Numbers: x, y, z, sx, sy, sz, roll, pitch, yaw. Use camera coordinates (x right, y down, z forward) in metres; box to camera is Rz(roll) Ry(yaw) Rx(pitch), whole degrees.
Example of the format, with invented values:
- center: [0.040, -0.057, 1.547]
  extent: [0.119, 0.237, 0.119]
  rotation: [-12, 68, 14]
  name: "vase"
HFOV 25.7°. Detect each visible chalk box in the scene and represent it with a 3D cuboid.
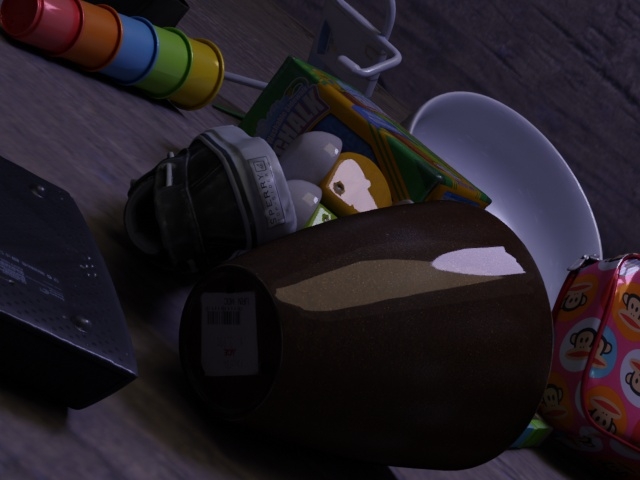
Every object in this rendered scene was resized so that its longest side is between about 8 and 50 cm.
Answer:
- center: [0.006, -0.073, 1.532]
  extent: [0.289, 0.179, 0.180]
  rotation: [42, 12, 21]
  name: "chalk box"

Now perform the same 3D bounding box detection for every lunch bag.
- center: [0.384, 0.147, 1.582]
  extent: [0.293, 0.258, 0.120]
  rotation: [35, -25, -24]
  name: "lunch bag"

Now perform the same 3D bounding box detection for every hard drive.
- center: [-0.215, 0.006, 0.903]
  extent: [0.172, 0.054, 0.254]
  rotation: [30, 14, -31]
  name: "hard drive"

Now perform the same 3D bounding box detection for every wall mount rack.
- center: [-0.041, -0.249, 1.918]
  extent: [0.130, 0.350, 0.304]
  rotation: [-25, 59, -37]
  name: "wall mount rack"

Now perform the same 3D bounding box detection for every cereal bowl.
- center: [0.197, -0.015, 1.802]
  extent: [0.339, 0.141, 0.339]
  rotation: [22, 50, -29]
  name: "cereal bowl"

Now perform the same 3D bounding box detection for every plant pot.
- center: [0.016, 0.071, 1.034]
  extent: [0.230, 0.215, 0.215]
  rotation: [3, 34, -45]
  name: "plant pot"

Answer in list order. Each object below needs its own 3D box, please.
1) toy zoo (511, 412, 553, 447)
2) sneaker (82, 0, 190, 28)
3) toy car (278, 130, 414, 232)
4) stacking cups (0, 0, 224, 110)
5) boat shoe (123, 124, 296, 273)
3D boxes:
- center: [0.113, 0.135, 1.409]
  extent: [0.192, 0.030, 0.293]
  rotation: [43, 13, 26]
  name: "toy zoo"
- center: [-0.272, -0.320, 1.806]
  extent: [0.222, 0.118, 0.083]
  rotation: [39, 12, 9]
  name: "sneaker"
- center: [0.000, 0.000, 1.336]
  extent: [0.159, 0.136, 0.182]
  rotation: [41, 41, -17]
  name: "toy car"
- center: [-0.239, -0.236, 1.640]
  extent: [0.096, 0.096, 0.316]
  rotation: [44, 14, 30]
  name: "stacking cups"
- center: [-0.109, -0.034, 1.183]
  extent: [0.335, 0.119, 0.121]
  rotation: [168, -92, -79]
  name: "boat shoe"
